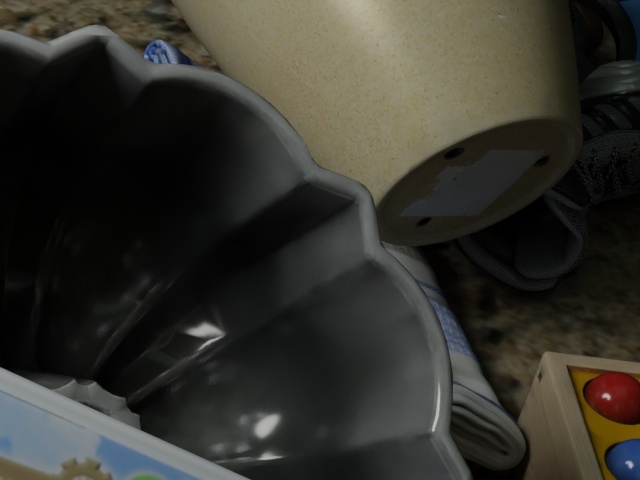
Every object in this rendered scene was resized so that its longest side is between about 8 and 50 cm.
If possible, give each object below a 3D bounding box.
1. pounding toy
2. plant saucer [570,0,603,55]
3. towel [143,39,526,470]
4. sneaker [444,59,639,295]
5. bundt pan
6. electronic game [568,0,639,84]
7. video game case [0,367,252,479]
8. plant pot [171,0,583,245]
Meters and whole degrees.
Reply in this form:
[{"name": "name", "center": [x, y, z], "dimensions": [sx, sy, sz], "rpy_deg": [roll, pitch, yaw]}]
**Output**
[{"name": "pounding toy", "center": [0.183, 0.108, 0.827], "dimensions": [0.141, 0.100, 0.130], "rpy_deg": [7, 35, -11]}, {"name": "plant saucer", "center": [0.143, -0.210, 1.332], "dimensions": [0.199, 0.036, 0.198], "rpy_deg": [10, 34, -7]}, {"name": "towel", "center": [0.000, 0.000, 0.897], "dimensions": [0.209, 0.034, 0.285], "rpy_deg": [29, 22, -29]}, {"name": "sneaker", "center": [0.169, -0.037, 1.041], "dimensions": [0.269, 0.101, 0.153], "rpy_deg": [0, 39, -14]}, {"name": "bundt pan", "center": [-0.113, 0.089, 0.623], "dimensions": [0.331, 0.124, 0.331], "rpy_deg": [7, 74, -26]}, {"name": "electronic game", "center": [0.158, -0.161, 1.215], "dimensions": [0.229, 0.048, 0.229], "rpy_deg": [7, 49, -9]}, {"name": "video game case", "center": [-0.094, 0.152, 0.531], "dimensions": [0.212, 0.023, 0.193], "rpy_deg": [27, 65, -19]}, {"name": "plant pot", "center": [0.038, -0.144, 0.930], "dimensions": [0.256, 0.256, 0.274], "rpy_deg": [-9, 63, -30]}]
